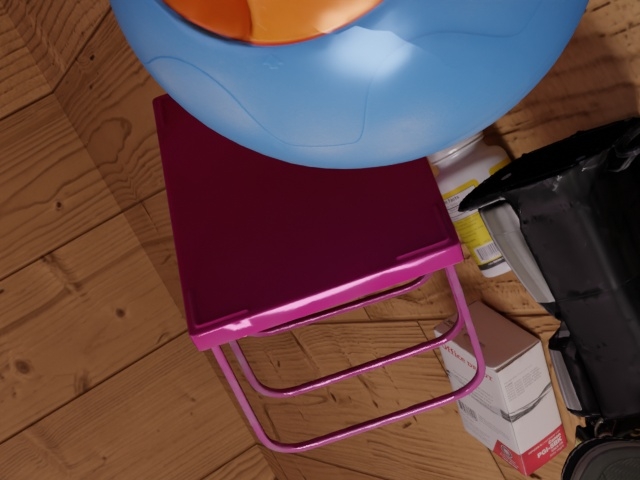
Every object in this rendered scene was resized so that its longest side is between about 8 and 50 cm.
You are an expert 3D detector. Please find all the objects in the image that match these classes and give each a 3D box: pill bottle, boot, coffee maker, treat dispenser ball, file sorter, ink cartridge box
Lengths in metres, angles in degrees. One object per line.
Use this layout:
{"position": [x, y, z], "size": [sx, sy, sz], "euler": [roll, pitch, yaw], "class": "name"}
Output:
{"position": [0.130, -0.035, 1.057], "size": [0.116, 0.065, 0.065], "euler": [60, 162, -3], "class": "pill bottle"}
{"position": [0.223, 0.163, 0.948], "size": [0.236, 0.085, 0.178], "euler": [20, -171, -31], "class": "boot"}
{"position": [0.197, 0.022, 0.879], "size": [0.178, 0.120, 0.171], "euler": [61, 161, -9], "class": "coffee maker"}
{"position": [0.016, -0.185, 0.755], "size": [0.288, 0.288, 0.288], "euler": [50, 160, 25], "class": "treat dispenser ball"}
{"position": [0.000, 0.000, 1.101], "size": [0.290, 0.202, 0.182], "euler": [-106, -5, -47], "class": "file sorter"}
{"position": [0.168, 0.136, 1.244], "size": [0.099, 0.056, 0.135], "euler": [35, 151, 51], "class": "ink cartridge box"}
